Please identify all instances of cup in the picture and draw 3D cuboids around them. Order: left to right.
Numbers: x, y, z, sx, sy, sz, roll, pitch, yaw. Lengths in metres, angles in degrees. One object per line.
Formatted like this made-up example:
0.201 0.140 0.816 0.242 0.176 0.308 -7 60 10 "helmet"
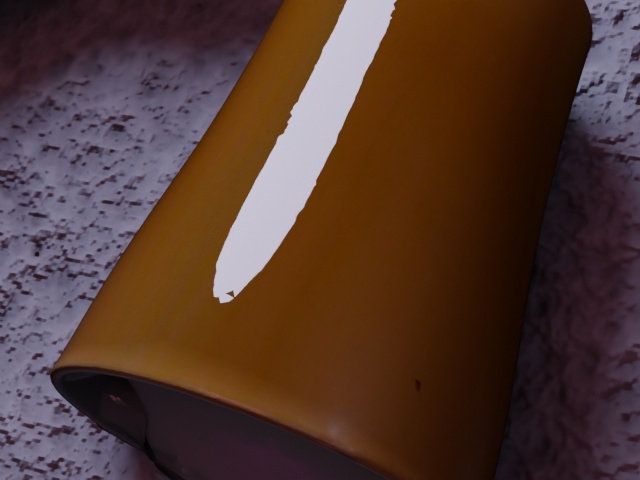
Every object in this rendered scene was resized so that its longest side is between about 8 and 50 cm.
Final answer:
0.000 0.000 0.667 0.226 0.182 0.264 -3 59 51 "cup"
